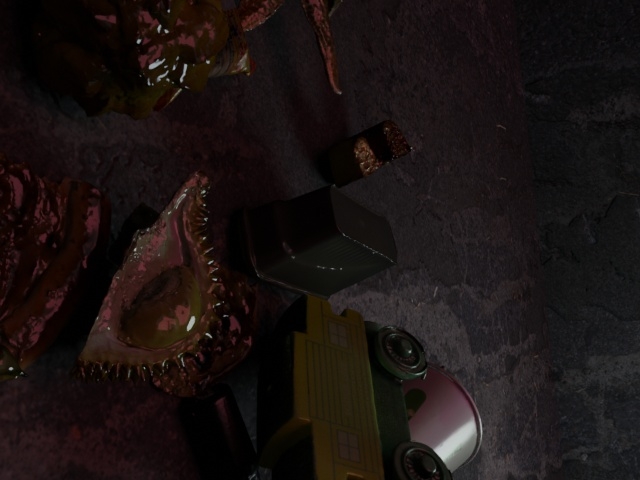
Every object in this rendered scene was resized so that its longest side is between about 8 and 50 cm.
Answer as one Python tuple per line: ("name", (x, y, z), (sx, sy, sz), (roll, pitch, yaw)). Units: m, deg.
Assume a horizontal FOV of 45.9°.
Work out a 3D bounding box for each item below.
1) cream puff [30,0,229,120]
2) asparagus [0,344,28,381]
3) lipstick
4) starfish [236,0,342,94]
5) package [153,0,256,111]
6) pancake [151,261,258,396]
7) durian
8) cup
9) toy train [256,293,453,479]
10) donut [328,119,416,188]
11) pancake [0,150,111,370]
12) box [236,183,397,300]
("cream puff", (-0.241, -0.266, 0.958), (0.244, 0.196, 0.244), (-26, 128, -40))
("asparagus", (-0.425, 0.064, 0.738), (0.343, 0.082, 0.085), (56, 41, -37))
("lipstick", (-0.127, 0.361, 1.150), (0.081, 0.081, 0.300), (-34, 112, -55))
("starfish", (-0.073, -0.491, 1.396), (0.398, 0.132, 0.384), (24, 67, -50))
("package", (-0.199, -0.327, 1.149), (0.288, 0.108, 0.223), (-41, 122, -47))
("pancake", (-0.176, 0.134, 1.148), (0.257, 0.056, 0.212), (18, 61, -48))
("durian", (-0.219, 0.054, 0.965), (0.166, 0.172, 0.306), (51, 58, -46))
("cup", (0.138, 0.392, 1.438), (0.274, 0.253, 0.253), (-29, 108, -47))
("toy train", (0.036, 0.279, 1.193), (0.272, 0.179, 0.442), (20, 35, -20))
("donut", (0.083, -0.176, 1.556), (0.217, 0.141, 0.085), (-37, 104, -55))
("pancake", (-0.355, -0.005, 0.887), (0.244, 0.057, 0.266), (59, 39, -32))
("box", (0.000, 0.000, 1.318), (0.274, 0.178, 0.138), (26, 46, -55))
